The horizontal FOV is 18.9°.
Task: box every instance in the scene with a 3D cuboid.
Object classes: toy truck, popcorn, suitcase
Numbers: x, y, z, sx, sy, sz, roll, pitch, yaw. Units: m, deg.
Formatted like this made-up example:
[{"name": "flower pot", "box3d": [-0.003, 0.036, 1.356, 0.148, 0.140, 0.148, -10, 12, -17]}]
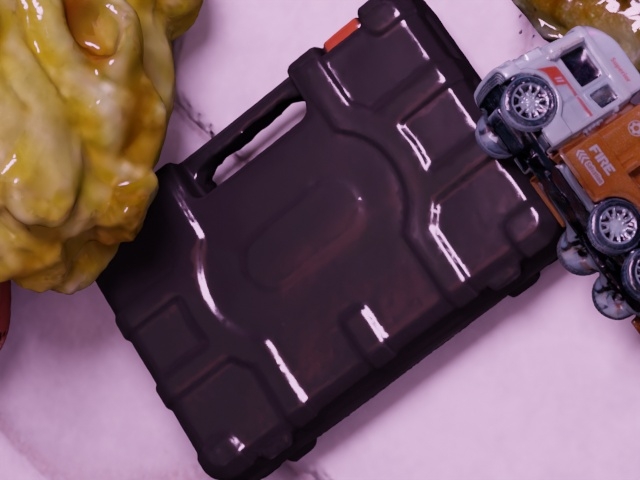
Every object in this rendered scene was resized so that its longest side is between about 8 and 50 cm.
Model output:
[{"name": "toy truck", "box3d": [0.178, -0.044, 1.108, 0.115, 0.080, 0.177, -35, 86, -13]}, {"name": "popcorn", "box3d": [-0.193, -0.117, 1.204, 0.174, 0.225, 0.286, -8, 58, 41]}, {"name": "suitcase", "box3d": [0.000, 0.000, 1.224, 0.285, 0.066, 0.206, -37, 71, 15]}]

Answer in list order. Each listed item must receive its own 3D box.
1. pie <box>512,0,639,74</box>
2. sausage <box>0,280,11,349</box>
[{"name": "pie", "box3d": [0.230, -0.279, 1.152, 0.296, 0.078, 0.371, 36, 99, 24]}, {"name": "sausage", "box3d": [-0.295, -0.023, 1.310, 0.152, 0.152, 0.279, -16, 79, 21]}]
